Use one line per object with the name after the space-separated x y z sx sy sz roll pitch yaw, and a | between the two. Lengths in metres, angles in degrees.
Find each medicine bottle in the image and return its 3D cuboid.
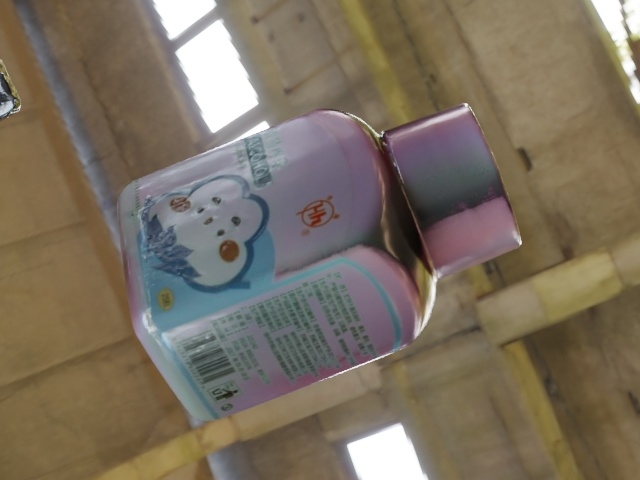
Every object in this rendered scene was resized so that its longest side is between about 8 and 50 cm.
0.000 0.000 0.604 0.119 0.188 0.094 -107 -5 -47 | medicine bottle

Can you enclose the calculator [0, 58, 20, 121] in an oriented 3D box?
-0.402 -0.137 1.071 0.161 0.262 0.021 66 -162 -2 | calculator
